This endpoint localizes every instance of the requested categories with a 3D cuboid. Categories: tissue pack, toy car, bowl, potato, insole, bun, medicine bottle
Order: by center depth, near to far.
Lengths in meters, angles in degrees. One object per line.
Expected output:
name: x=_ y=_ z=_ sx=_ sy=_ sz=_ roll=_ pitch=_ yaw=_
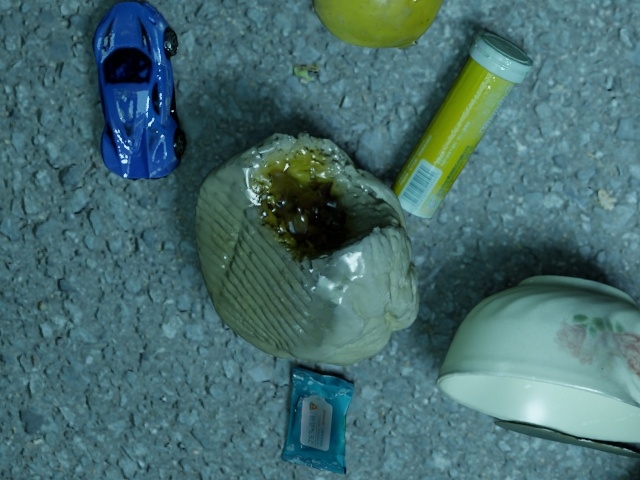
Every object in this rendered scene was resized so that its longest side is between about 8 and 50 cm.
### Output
potato: x=0.069 y=-0.360 z=1.696 sx=0.173 sy=0.140 sz=0.300 roll=8 pitch=113 yaw=2
bowl: x=0.277 y=0.127 z=1.751 sx=0.277 sy=0.277 sz=0.145 roll=11 pitch=72 yaw=9
medicine bottle: x=0.156 y=-0.130 z=1.782 sx=0.074 sy=0.074 sz=0.218 roll=32 pitch=112 yaw=2
bun: x=-0.003 y=0.012 z=1.788 sx=0.281 sy=0.204 sz=0.282 roll=24 pitch=123 yaw=44
toy car: x=-0.220 y=-0.174 z=1.853 sx=0.103 sy=0.063 sz=0.216 roll=0 pitch=106 yaw=13
insole: x=0.299 y=0.240 z=1.868 sx=0.188 sy=0.064 sz=0.004 roll=12 pitch=77 yaw=4
tissue pack: x=-0.001 y=0.224 z=1.943 sx=0.085 sy=0.028 sz=0.138 roll=13 pitch=113 yaw=12
